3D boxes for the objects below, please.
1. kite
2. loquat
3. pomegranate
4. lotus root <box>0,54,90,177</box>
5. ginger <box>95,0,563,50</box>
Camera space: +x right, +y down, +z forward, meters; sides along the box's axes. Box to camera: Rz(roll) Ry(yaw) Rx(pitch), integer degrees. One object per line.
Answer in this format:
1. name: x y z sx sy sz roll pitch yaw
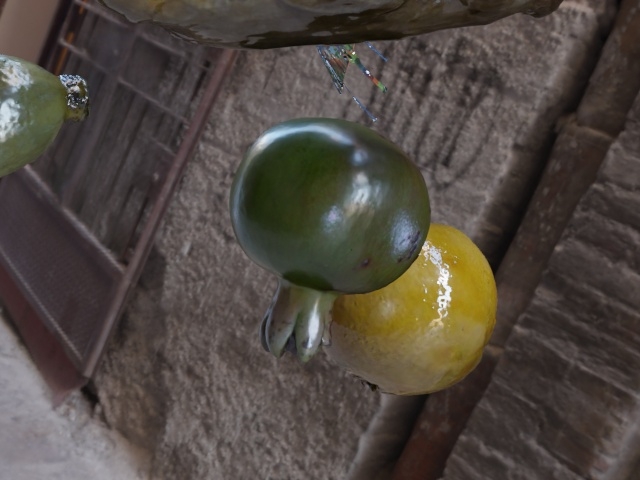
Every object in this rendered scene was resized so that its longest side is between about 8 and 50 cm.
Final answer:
1. kite: 0.031 -0.243 0.867 0.160 0.010 0.183 40 38 -23
2. loquat: 0.111 0.088 0.960 0.263 0.263 0.263 24 8 -4
3. pomegranate: -0.007 -0.012 0.599 0.179 0.210 0.179 34 -21 15
4. lotus root: -0.249 -0.083 0.481 0.090 0.183 0.077 63 -25 3
5. ginger: 0.013 -0.155 0.411 0.333 0.080 0.166 1 11 -6
